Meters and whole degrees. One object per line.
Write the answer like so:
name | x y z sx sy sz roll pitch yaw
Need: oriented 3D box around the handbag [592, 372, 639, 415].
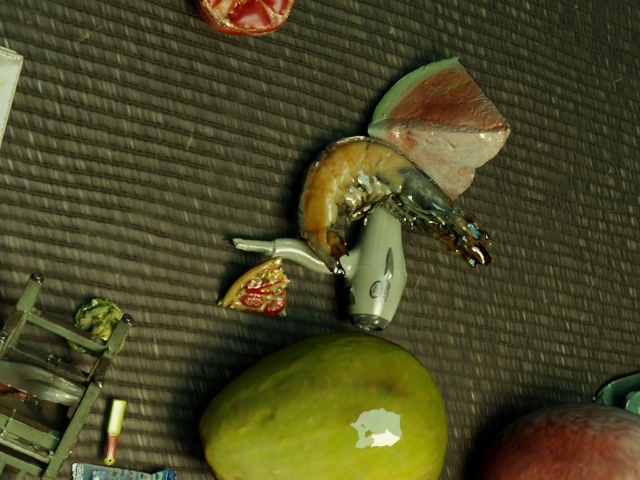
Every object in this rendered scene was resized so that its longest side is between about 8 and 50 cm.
handbag | 0.609 0.361 1.835 0.268 0.100 0.274 -7 93 -32

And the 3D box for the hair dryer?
hair dryer | 0.025 -0.023 1.511 0.267 0.092 0.229 34 65 -16

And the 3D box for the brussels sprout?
brussels sprout | -0.277 0.111 1.332 0.085 0.058 0.085 1 70 -3

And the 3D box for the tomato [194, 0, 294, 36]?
tomato | -0.109 -0.343 1.424 0.155 0.069 0.156 2 87 -28

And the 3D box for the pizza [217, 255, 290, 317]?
pizza | -0.076 0.063 1.433 0.100 0.029 0.099 12 122 -25

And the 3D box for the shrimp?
shrimp | 0.097 -0.020 1.472 0.290 0.054 0.222 34 59 4

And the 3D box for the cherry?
cherry | 0.415 0.390 1.605 0.326 0.335 0.291 18 63 -53

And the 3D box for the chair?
chair | -0.341 0.194 1.249 0.136 0.147 0.270 25 119 -9

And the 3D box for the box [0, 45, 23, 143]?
box | -0.481 -0.078 1.202 0.200 0.065 0.343 16 82 -29

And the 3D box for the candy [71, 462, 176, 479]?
candy | -0.253 0.332 1.354 0.136 0.038 0.088 9 82 -21

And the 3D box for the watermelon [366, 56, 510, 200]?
watermelon | 0.195 -0.167 1.568 0.207 0.202 0.136 -61 156 -14

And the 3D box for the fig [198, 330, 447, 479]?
fig | 0.003 0.249 1.389 0.326 0.258 0.258 -4 92 -19

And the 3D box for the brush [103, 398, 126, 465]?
brush | -0.265 0.244 1.355 0.018 0.021 0.083 14 77 -32
